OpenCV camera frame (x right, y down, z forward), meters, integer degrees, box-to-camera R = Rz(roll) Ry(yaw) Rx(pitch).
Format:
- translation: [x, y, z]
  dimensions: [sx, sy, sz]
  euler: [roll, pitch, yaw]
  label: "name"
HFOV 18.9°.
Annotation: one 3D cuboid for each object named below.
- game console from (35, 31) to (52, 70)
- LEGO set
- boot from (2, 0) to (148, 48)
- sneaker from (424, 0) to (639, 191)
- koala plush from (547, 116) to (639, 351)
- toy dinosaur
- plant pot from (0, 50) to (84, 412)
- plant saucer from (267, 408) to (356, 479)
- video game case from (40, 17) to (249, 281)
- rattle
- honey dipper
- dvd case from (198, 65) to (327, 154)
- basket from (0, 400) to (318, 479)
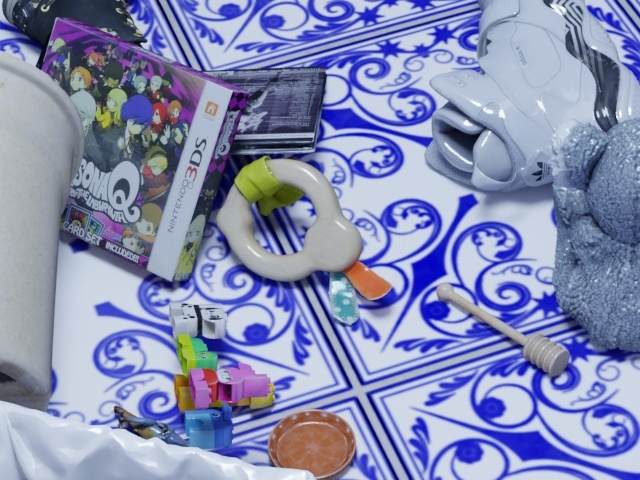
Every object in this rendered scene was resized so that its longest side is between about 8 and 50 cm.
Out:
- translation: [-0.340, -0.151, 2.126]
  dimensions: [0.085, 0.124, 0.144]
  euler: [10, 41, -24]
  label: "game console"
- translation: [-0.086, 0.133, 1.812]
  dimensions: [0.093, 0.087, 0.227]
  euler: [-2, 19, -10]
  label: "LEGO set"
- translation: [-0.231, -0.272, 2.235]
  dimensions: [0.236, 0.085, 0.178]
  euler: [-29, 52, -15]
  label: "boot"
- translation: [0.194, -0.191, 2.085]
  dimensions: [0.210, 0.137, 0.366]
  euler: [-15, 50, -15]
  label: "sneaker"
- translation: [0.310, -0.028, 1.859]
  dimensions: [0.196, 0.221, 0.203]
  euler: [10, 47, 13]
  label: "koala plush"
- translation: [-0.151, 0.178, 1.818]
  dimensions: [0.082, 0.047, 0.090]
  euler: [8, 33, -14]
  label: "toy dinosaur"
- translation: [-0.374, 0.033, 1.811]
  dimensions: [0.334, 0.334, 0.305]
  euler: [-9, 57, -4]
  label: "plant pot"
- translation: [-0.008, 0.195, 1.808]
  dimensions: [0.083, 0.013, 0.083]
  euler: [-2, 46, 2]
  label: "plant saucer"
- translation: [-0.205, -0.096, 1.989]
  dimensions: [0.232, 0.210, 0.042]
  euler: [25, 13, 25]
  label: "video game case"
- translation: [0.000, 0.000, 1.988]
  dimensions: [0.199, 0.143, 0.130]
  euler: [31, 86, 11]
  label: "rattle"
- translation: [0.177, 0.082, 1.896]
  dimensions: [0.030, 0.030, 0.160]
  euler: [-35, 50, -27]
  label: "honey dipper"
- translation: [-0.081, -0.141, 2.090]
  dimensions: [0.164, 0.018, 0.221]
  euler: [-2, 25, 5]
  label: "dvd case"
- translation: [-0.169, 0.351, 1.490]
  dimensions: [0.331, 0.266, 0.328]
  euler: [12, 48, 16]
  label: "basket"
